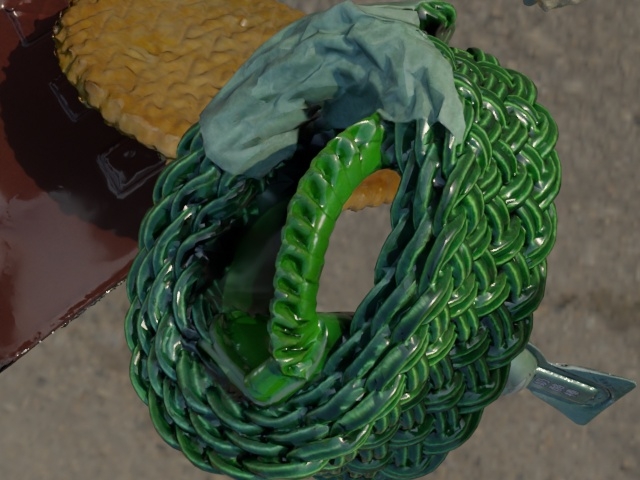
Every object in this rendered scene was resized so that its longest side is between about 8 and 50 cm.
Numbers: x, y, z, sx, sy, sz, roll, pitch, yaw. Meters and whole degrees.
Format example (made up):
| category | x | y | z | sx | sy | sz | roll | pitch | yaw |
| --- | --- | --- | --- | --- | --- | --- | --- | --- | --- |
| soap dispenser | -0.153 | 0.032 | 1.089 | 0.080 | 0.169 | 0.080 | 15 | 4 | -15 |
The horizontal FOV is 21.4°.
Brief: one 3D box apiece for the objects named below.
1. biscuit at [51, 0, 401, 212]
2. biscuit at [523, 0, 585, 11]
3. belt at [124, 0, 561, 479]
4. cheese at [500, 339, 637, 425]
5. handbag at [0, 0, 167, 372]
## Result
| category | x | y | z | sx | sy | sz | roll | pitch | yaw |
| --- | --- | --- | --- | --- | --- | --- | --- | --- | --- |
| biscuit | -0.046 | -0.094 | 1.064 | 0.254 | 0.254 | 0.035 | 21 | 118 | -4 |
| biscuit | 0.311 | -0.256 | 1.254 | 0.379 | 0.054 | 0.094 | -12 | 107 | 24 |
| belt | 0.000 | 0.000 | 0.495 | 0.079 | 0.121 | 0.151 | 14 | 113 | -48 |
| cheese | 0.092 | 0.062 | 0.847 | 0.121 | 0.026 | 0.067 | 18 | 151 | -10 |
| handbag | -0.230 | -0.055 | 1.123 | 0.260 | 0.275 | 0.084 | 57 | 154 | -17 |
